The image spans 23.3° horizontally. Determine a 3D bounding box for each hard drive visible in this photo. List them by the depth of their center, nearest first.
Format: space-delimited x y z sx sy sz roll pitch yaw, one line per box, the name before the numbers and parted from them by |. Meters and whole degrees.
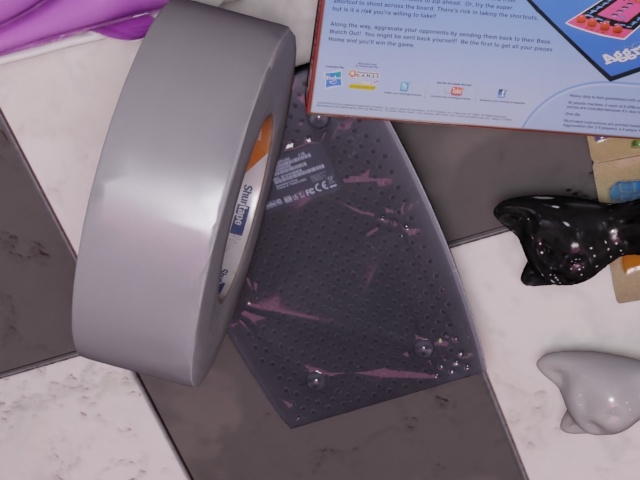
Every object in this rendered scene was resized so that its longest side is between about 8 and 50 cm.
hard drive | 0.000 0.000 1.069 0.172 0.054 0.255 -18 115 15

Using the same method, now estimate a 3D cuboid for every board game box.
board game box | 0.138 -0.136 0.958 0.281 0.027 0.145 4 122 -7

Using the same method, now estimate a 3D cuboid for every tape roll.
tape roll | -0.076 -0.028 0.909 0.072 0.219 0.219 16 120 4

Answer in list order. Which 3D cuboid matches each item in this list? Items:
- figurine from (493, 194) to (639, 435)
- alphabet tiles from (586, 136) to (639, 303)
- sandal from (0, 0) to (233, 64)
figurine | 0.240 0.047 1.052 0.209 0.092 0.215 -7 119 18
alphabet tiles | 0.321 -0.077 1.021 0.285 0.011 0.343 -10 118 11
sandal | -0.106 -0.194 0.942 0.416 0.102 0.169 -24 116 16
